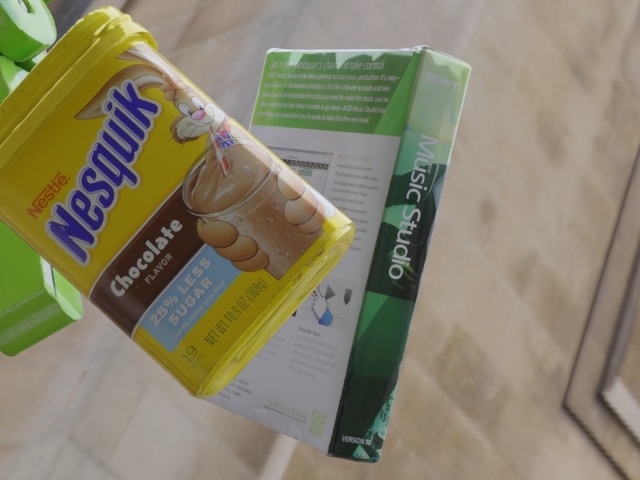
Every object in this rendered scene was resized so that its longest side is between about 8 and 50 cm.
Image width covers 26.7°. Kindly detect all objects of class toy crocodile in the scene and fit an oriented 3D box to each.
[{"bbox_3d":[-0.216,-0.077,0.942,0.115,0.340,0.105,-33,-33,21],"label":"toy crocodile"}]

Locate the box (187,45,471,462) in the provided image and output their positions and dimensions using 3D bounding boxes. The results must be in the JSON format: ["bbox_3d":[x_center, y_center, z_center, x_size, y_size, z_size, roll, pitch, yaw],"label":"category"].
[{"bbox_3d":[0.000,0.000,1.120,0.059,0.321,0.232,12,0,-34],"label":"box"}]

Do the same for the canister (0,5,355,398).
[{"bbox_3d":[-0.082,-0.018,0.684,0.170,0.126,0.073,41,-3,10],"label":"canister"}]
